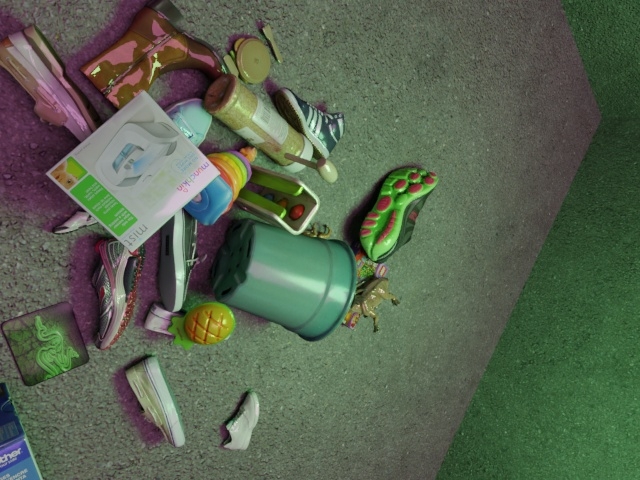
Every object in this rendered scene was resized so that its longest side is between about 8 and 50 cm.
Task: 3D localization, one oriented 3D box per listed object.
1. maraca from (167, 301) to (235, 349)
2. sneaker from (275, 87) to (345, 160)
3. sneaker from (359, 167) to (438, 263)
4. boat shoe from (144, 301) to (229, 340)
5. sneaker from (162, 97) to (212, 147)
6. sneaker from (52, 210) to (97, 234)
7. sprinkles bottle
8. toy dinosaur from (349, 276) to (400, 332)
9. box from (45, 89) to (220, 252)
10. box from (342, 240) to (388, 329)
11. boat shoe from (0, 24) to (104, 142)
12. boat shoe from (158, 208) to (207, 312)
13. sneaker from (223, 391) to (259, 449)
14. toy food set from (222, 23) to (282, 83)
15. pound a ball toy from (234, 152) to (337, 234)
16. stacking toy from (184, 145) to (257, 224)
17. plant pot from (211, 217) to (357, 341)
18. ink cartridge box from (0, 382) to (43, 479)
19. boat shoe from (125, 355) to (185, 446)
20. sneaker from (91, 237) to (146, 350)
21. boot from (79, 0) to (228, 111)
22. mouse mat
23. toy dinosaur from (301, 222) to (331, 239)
[{"bbox_3d":[-0.332,0.239,1.216,0.185,0.099,0.127,-19,103,-2],"label":"maraca"},{"bbox_3d":[-0.023,-0.403,1.391,0.153,0.099,0.282,-50,132,-14],"label":"sneaker"},{"bbox_3d":[0.300,-0.108,1.698,0.483,0.185,0.202,-49,152,-25],"label":"sneaker"},{"bbox_3d":[-0.394,0.262,1.291,0.258,0.095,0.084,29,88,-29],"label":"boat shoe"},{"bbox_3d":[-0.395,-0.226,1.108,0.366,0.150,0.135,-51,129,-15],"label":"sneaker"},{"bbox_3d":[-0.604,-0.046,1.069,0.109,0.040,0.044,-28,102,-34],"label":"sneaker"},{"bbox_3d":[-0.165,-0.323,1.242,0.355,0.121,0.121,31,82,-52],"label":"sprinkles bottle"},{"bbox_3d":[0.187,0.203,1.639,0.295,0.127,0.200,-41,118,-30],"label":"toy dinosaur"},{"bbox_3d":[-0.399,-0.149,0.962,0.262,0.127,0.231,-43,108,-6],"label":"box"},{"bbox_3d":[0.130,0.176,1.698,0.201,0.057,0.293,41,75,-39],"label":"box"},{"bbox_3d":[-0.584,-0.307,0.973,0.103,0.113,0.302,-29,116,-8],"label":"boat shoe"},{"bbox_3d":[-0.385,0.045,1.218,0.105,0.113,0.306,0,86,-45],"label":"boat shoe"},{"bbox_3d":[-0.276,0.622,1.490,0.094,0.080,0.212,14,95,-28],"label":"sneaker"},{"bbox_3d":[-0.200,-0.525,1.263,0.192,0.038,0.132,-48,134,-25],"label":"toy food set"},{"bbox_3d":[-0.096,-0.141,1.251,0.136,0.319,0.208,42,78,-42],"label":"pound a ball toy"},{"bbox_3d":[-0.262,-0.191,1.218,0.166,0.175,0.302,44,40,-7],"label":"stacking toy"},{"bbox_3d":[-0.126,0.106,1.321,0.334,0.341,0.341,22,88,-32],"label":"plant pot"},{"bbox_3d":[-0.721,0.511,0.969,0.151,0.270,0.396,-19,113,-39],"label":"ink cartridge box"},{"bbox_3d":[-0.480,0.482,1.279,0.094,0.109,0.302,-19,105,-17],"label":"boat shoe"},{"bbox_3d":[-0.541,0.137,1.130,0.112,0.121,0.299,13,95,-11],"label":"sneaker"},{"bbox_3d":[-0.399,-0.416,1.092,0.280,0.096,0.264,-54,133,-11],"label":"boot"},{"bbox_3d":[-0.689,0.262,1.100,0.152,0.007,0.190,-21,115,-33],"label":"mouse mat"},{"bbox_3d":[0.000,0.000,1.557,0.112,0.064,0.211,-45,118,2],"label":"toy dinosaur"}]
